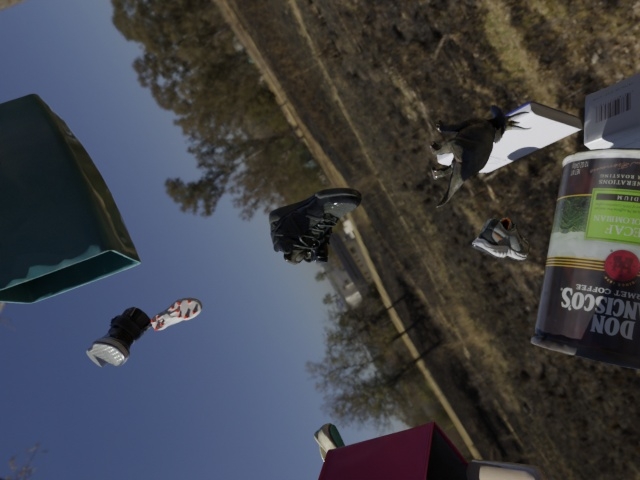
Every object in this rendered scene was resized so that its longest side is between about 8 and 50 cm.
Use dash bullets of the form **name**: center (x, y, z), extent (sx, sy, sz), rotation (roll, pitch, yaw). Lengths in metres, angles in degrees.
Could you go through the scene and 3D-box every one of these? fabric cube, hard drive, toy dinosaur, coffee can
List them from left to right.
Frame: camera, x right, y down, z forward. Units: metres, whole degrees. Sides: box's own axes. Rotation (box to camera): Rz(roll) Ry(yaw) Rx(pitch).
- **fabric cube**: center (0.153, 0.539, 1.083), extent (0.259, 0.258, 0.254), rotation (51, -148, -18)
- **toy dinosaur**: center (0.340, -0.214, 1.345), extent (0.160, 0.313, 0.121), rotation (-2, 131, 50)
- **hard drive**: center (0.505, -0.270, 1.589), extent (0.319, 0.210, 0.040), rotation (-26, 63, 52)
- **coffee can**: center (0.422, 0.031, 0.818), extent (0.201, 0.202, 0.275), rotation (45, -125, -84)

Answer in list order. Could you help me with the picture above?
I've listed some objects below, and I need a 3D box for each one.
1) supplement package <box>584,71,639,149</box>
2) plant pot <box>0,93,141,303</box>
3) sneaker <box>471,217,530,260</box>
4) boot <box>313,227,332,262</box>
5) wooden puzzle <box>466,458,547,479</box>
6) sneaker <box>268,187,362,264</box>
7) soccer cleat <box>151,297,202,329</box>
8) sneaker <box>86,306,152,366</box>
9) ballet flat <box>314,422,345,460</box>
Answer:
- **supplement package**: center (0.538, -0.178, 0.972), extent (0.179, 0.105, 0.105), rotation (26, -117, -28)
- **plant pot**: center (-0.370, -0.056, 0.773), extent (0.166, 0.166, 0.234), rotation (117, 132, -81)
- **sneaker**: center (0.535, -0.007, 1.664), extent (0.100, 0.108, 0.272), rotation (30, -165, 36)
- **boot**: center (-0.001, 0.000, 1.310), extent (0.121, 0.045, 0.099), rotation (164, 113, -79)
- **wooden puzzle**: center (0.360, 0.465, 0.812), extent (0.348, 0.080, 0.322), rotation (44, 165, 12)
- **sneaker**: center (-0.009, -0.023, 1.176), extent (0.087, 0.228, 0.130), rotation (26, -128, -49)
- **soccer cleat**: center (-0.432, 0.218, 1.780), extent (0.068, 0.196, 0.076), rotation (65, -157, 1)
- **sneaker**: center (-0.487, 0.233, 1.462), extent (0.086, 0.163, 0.226), rotation (53, 146, -14)
- **ballet flat**: center (0.060, 0.645, 1.685), extent (0.248, 0.086, 0.086), rotation (60, -178, 4)
